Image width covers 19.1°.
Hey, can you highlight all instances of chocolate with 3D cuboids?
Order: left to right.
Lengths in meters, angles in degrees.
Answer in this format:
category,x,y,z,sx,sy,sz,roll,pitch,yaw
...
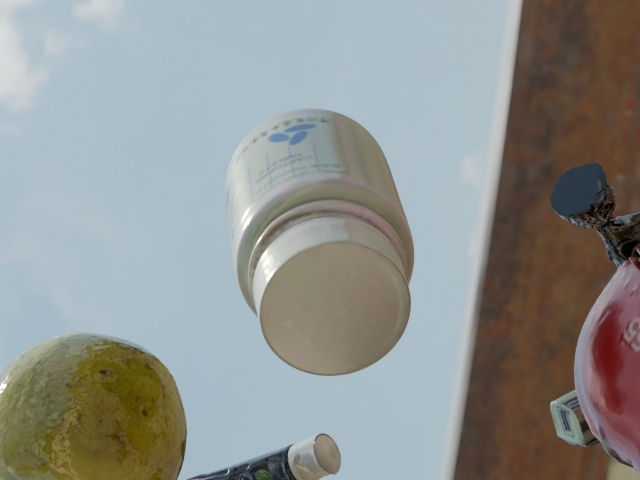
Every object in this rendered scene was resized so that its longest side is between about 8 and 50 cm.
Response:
category,x,y,z,sx,sy,sz,roll,pitch,yaw
chocolate,0.282,-0.016,1.786,0.147,0.070,0.072,30,-84,-36

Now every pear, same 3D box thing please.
category,x,y,z,sx,sy,sz,roll,pitch,yaw
pear,-0.221,0.174,1.777,0.197,0.197,0.197,8,-90,-75

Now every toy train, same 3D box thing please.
category,x,y,z,sx,sy,sz,roll,pitch,yaw
toy train,0.337,0.125,1.835,0.055,0.252,0.048,4,117,65

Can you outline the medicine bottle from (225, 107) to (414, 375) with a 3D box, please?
category,x,y,z,sx,sy,sz,roll,pitch,yaw
medicine bottle,0.000,0.000,1.778,0.293,0.170,0.170,-105,14,-64

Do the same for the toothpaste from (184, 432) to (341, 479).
category,x,y,z,sx,sy,sz,roll,pitch,yaw
toothpaste,-0.063,0.255,1.995,0.071,0.193,0.045,56,-146,-14

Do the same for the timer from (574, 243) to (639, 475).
category,x,y,z,sx,sy,sz,roll,pitch,yaw
timer,0.402,0.139,1.603,0.279,0.378,0.378,-49,-13,9
